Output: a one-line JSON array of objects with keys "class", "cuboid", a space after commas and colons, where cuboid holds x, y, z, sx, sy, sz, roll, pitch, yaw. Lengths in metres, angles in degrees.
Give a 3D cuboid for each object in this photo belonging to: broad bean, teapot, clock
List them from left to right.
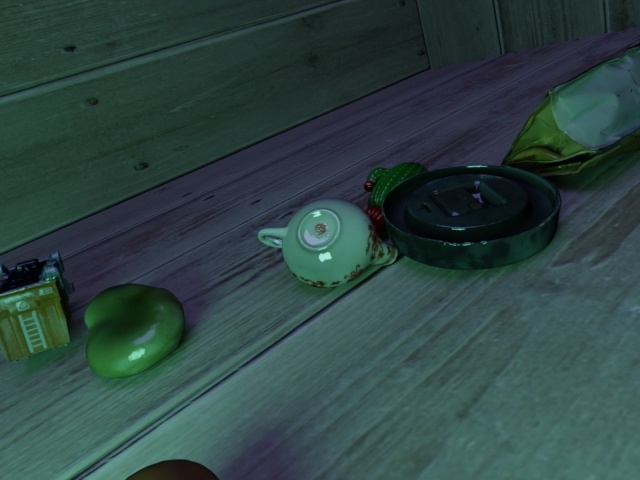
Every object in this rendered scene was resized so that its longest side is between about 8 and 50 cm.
[{"class": "broad bean", "cuboid": [-0.308, 0.144, 0.777, 0.169, 0.100, 0.228, -31, 35, -8]}, {"class": "teapot", "cuboid": [0.000, 0.000, 0.798, 0.246, 0.159, 0.116, 11, -7, 26]}, {"class": "clock", "cuboid": [0.242, -0.048, 0.773, 0.281, 0.055, 0.280, -9, 30, 6]}]

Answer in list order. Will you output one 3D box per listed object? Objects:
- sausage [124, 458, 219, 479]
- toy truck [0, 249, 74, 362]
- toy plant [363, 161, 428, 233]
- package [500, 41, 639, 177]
[{"class": "sausage", "cuboid": [-0.088, 0.266, 0.259, 0.121, 0.121, 0.304, -23, 22, -11]}, {"class": "toy truck", "cuboid": [-0.575, 0.125, 0.941, 0.136, 0.162, 0.305, -17, 14, -25]}, {"class": "toy plant", "cuboid": [0.162, -0.083, 0.943, 0.155, 0.088, 0.240, 4, 38, 5]}, {"class": "package", "cuboid": [0.541, -0.211, 0.902, 0.311, 0.221, 0.165, -27, 63, -24]}]
